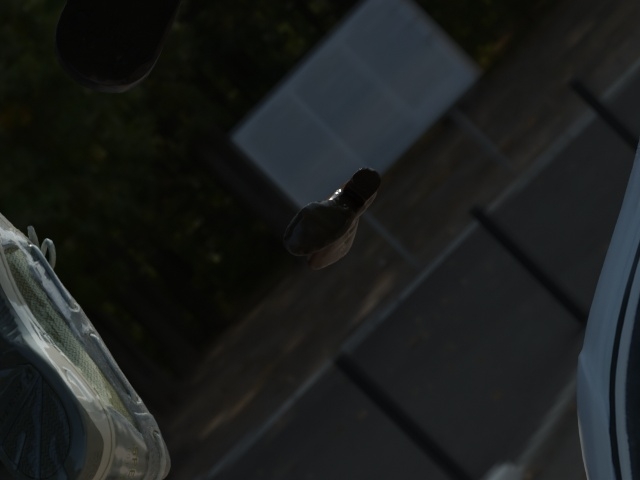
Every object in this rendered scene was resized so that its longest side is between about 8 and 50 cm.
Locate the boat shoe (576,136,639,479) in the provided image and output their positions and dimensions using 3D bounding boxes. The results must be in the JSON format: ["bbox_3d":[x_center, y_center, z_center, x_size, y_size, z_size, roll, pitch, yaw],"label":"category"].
[{"bbox_3d":[0.174,0.008,0.661,0.119,0.121,0.335,-159,70,-75],"label":"boat shoe"}]

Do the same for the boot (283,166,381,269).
[{"bbox_3d":[0.000,0.000,1.423,0.106,0.037,0.114,-38,-11,-28],"label":"boot"}]

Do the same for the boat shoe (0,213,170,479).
[{"bbox_3d":[-0.230,0.076,1.389,0.103,0.320,0.118,9,-60,-47],"label":"boat shoe"}]

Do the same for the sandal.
[{"bbox_3d":[-0.109,-0.223,1.222,0.054,0.097,0.254,135,150,-73],"label":"sandal"}]
